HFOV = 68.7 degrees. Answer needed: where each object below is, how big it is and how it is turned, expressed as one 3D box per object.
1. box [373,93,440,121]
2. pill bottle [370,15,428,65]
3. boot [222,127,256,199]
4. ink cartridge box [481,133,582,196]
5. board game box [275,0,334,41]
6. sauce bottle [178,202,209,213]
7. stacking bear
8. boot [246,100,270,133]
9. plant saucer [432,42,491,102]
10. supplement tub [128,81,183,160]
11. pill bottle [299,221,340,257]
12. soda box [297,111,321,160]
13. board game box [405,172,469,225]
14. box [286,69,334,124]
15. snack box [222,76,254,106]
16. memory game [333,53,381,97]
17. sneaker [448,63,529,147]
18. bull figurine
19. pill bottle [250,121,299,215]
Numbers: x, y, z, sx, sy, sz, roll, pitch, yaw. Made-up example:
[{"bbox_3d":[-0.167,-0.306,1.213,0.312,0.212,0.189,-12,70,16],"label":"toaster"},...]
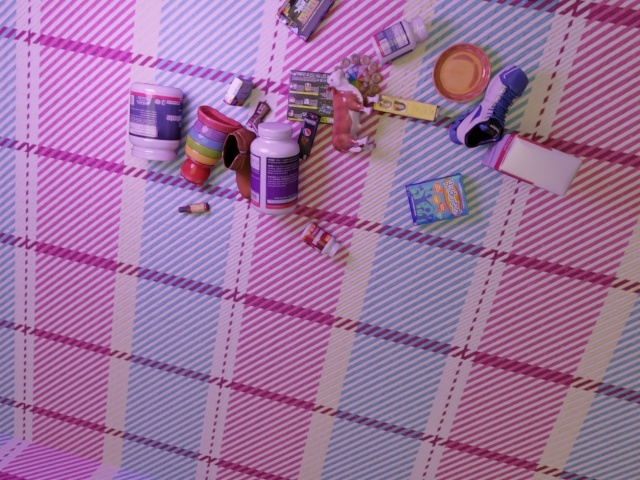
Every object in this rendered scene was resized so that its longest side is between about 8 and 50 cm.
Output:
[{"bbox_3d":[0.310,-0.478,1.694,0.232,0.087,0.058,12,105,7],"label":"box"},{"bbox_3d":[0.274,-0.696,1.627,0.180,0.108,0.108,-23,100,14],"label":"pill bottle"},{"bbox_3d":[-0.299,-0.280,1.774,0.109,0.220,0.283,11,107,6],"label":"boot"},{"bbox_3d":[0.693,-0.263,1.574,0.226,0.306,0.131,22,107,2],"label":"ink cartridge box"},{"bbox_3d":[-0.056,-0.826,1.677,0.141,0.048,0.170,39,108,-1],"label":"board game box"},{"bbox_3d":[-0.527,-0.133,1.945,0.128,0.042,0.042,-5,104,8],"label":"sauce bottle"},{"bbox_3d":[-0.451,-0.351,1.821,0.175,0.164,0.289,30,112,0],"label":"stacking bear"},{"bbox_3d":[-0.219,-0.468,1.810,0.106,0.037,0.114,37,103,-4],"label":"boot"},{"bbox_3d":[0.496,-0.591,1.657,0.200,0.037,0.199,3,106,9],"label":"plant saucer"},{"bbox_3d":[-0.632,-0.455,1.796,0.191,0.191,0.272,11,107,6],"label":"supplement tub"},{"bbox_3d":[0.000,0.000,1.874,0.152,0.086,0.086,33,108,-1],"label":"pill bottle"},{"bbox_3d":[-0.050,-0.391,1.763,0.053,0.060,0.168,22,128,2],"label":"soda box"},{"bbox_3d":[0.442,-0.154,1.780,0.210,0.047,0.160,-12,103,11],"label":"board game box"},{"bbox_3d":[-0.026,-0.535,1.754,0.191,0.045,0.184,7,109,7],"label":"box"},{"bbox_3d":[-0.302,-0.551,1.743,0.037,0.141,0.100,34,108,0],"label":"snack box"},{"bbox_3d":[0.132,-0.584,1.707,0.186,0.012,0.186,-2,106,-6],"label":"memory game"},{"bbox_3d":[0.595,-0.427,1.598,0.127,0.182,0.315,33,112,-22],"label":"sneaker"},{"bbox_3d":[0.110,-0.456,1.676,0.188,0.101,0.310,21,132,27],"label":"bull figurine"},{"bbox_3d":[-0.170,-0.268,1.750,0.182,0.181,0.322,8,118,7],"label":"pill bottle"}]
